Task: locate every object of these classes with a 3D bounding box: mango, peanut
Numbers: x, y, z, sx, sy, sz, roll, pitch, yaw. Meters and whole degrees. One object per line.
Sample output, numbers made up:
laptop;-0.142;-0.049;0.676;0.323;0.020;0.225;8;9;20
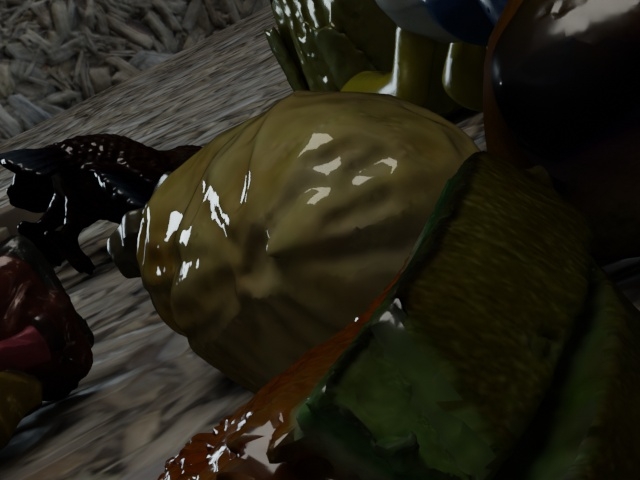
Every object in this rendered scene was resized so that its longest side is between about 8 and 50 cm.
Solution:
mango;0.195;-0.097;0.740;0.287;0.153;0.201;-33;24;-23
peanut;-0.008;0.000;0.773;0.147;0.147;0.305;-27;10;-8

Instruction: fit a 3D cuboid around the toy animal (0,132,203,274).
toy animal;-0.163;-0.053;1.385;0.179;0.116;0.218;-30;18;-29

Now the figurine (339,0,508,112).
figurine;0.121;-0.169;1.002;0.204;0.338;0.283;-38;50;-26

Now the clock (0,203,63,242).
clock;-0.299;0.010;1.531;0.155;0.063;0.229;-25;8;-11

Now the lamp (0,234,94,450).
lamp;-0.231;0.088;0.906;0.118;0.118;0.253;-16;13;40

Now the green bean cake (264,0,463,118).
green bean cake;0.111;-0.226;1.382;0.310;0.202;0.285;-27;13;-10

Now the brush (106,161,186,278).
brush;-0.035;-0.028;1.119;0.301;0.071;0.084;-16;23;49

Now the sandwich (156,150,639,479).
sandwich;0.025;0.068;0.502;0.160;0.109;0.185;-42;5;26
